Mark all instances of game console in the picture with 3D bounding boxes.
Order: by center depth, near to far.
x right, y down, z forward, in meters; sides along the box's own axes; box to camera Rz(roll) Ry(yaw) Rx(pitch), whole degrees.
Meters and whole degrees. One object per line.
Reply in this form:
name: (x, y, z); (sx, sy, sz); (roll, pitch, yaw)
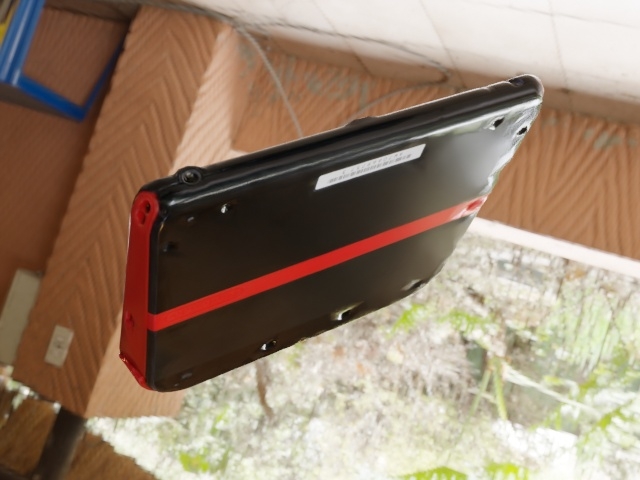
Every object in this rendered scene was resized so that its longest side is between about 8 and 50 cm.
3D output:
game console: (0.000, 0.000, 0.769); (0.387, 0.060, 0.342); (-20, 152, -26)
